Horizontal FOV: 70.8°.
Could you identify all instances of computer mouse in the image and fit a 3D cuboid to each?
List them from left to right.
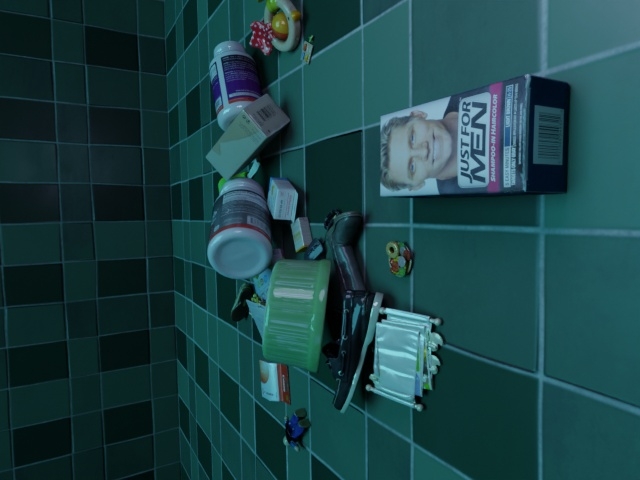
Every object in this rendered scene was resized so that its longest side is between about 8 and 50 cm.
[{"bbox_3d":[0.000,0.000,1.329,0.071,0.041,0.242,62,141,38],"label":"computer mouse"}]

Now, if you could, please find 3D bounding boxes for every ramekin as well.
[{"bbox_3d":[-0.061,0.192,1.209,0.303,0.148,0.303,7,-90,-89],"label":"ramekin"}]

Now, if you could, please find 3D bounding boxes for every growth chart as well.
[{"bbox_3d":[0.185,0.263,1.003,0.172,0.021,0.237,16,107,36],"label":"growth chart"}]

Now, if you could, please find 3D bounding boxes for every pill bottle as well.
[{"bbox_3d":[-0.313,-0.571,1.682,0.181,0.181,0.323,-38,60,55],"label":"pill bottle"},{"bbox_3d":[-0.275,-0.056,1.568,0.363,0.210,0.210,-100,25,-51],"label":"pill bottle"}]

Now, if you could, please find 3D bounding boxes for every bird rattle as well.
[{"bbox_3d":[-0.143,-0.695,1.440,0.207,0.143,0.253,51,140,22],"label":"bird rattle"}]

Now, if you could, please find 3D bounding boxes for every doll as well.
[{"bbox_3d":[-0.090,0.654,1.538,0.129,0.046,0.189,63,142,37],"label":"doll"}]

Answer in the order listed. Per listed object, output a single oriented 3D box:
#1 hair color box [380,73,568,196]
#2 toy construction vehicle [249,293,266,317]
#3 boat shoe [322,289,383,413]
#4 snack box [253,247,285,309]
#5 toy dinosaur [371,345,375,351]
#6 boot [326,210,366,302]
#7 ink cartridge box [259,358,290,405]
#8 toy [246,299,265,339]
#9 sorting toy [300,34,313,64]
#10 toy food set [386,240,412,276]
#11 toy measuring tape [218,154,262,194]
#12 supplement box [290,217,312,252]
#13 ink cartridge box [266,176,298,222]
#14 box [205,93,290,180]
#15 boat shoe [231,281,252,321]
[{"bbox_3d":[0.251,-0.165,0.814,0.347,0.105,0.174,6,98,60],"label":"hair color box"},{"bbox_3d":[-0.231,0.239,1.619,0.098,0.035,0.086,32,122,54],"label":"toy construction vehicle"},{"bbox_3d":[0.062,0.273,1.125,0.127,0.113,0.340,-56,-19,-65],"label":"boat shoe"},{"bbox_3d":[-0.175,0.155,1.618,0.174,0.070,0.207,-42,59,53],"label":"snack box"},{"bbox_3d":[0.162,0.257,1.073,0.082,0.047,0.090,-10,73,42],"label":"toy dinosaur"},{"bbox_3d":[0.077,0.050,1.166,0.190,0.076,0.209,116,148,-62],"label":"boot"},{"bbox_3d":[-0.172,0.526,1.673,0.179,0.045,0.145,-8,86,63],"label":"ink cartridge box"},{"bbox_3d":[-0.163,0.299,1.559,0.137,0.056,0.237,13,129,36],"label":"toy"},{"bbox_3d":[-0.041,-0.587,1.375,0.062,0.012,0.083,54,137,44],"label":"sorting toy"},{"bbox_3d":[0.181,0.043,1.037,0.082,0.020,0.083,10,101,59],"label":"toy food set"},{"bbox_3d":[-0.341,-0.247,1.827,0.330,0.121,0.121,-47,53,51],"label":"toy measuring tape"},{"bbox_3d":[-0.059,-0.017,1.433,0.062,0.036,0.098,-34,63,57],"label":"supplement box"},{"bbox_3d":[-0.128,-0.134,1.480,0.181,0.061,0.104,-126,42,-62],"label":"ink cartridge box"},{"bbox_3d":[-0.259,-0.351,1.568,0.121,0.148,0.311,48,137,-9],"label":"box"},{"bbox_3d":[-0.336,0.261,1.925,0.190,0.068,0.072,-63,28,27],"label":"boat shoe"}]
